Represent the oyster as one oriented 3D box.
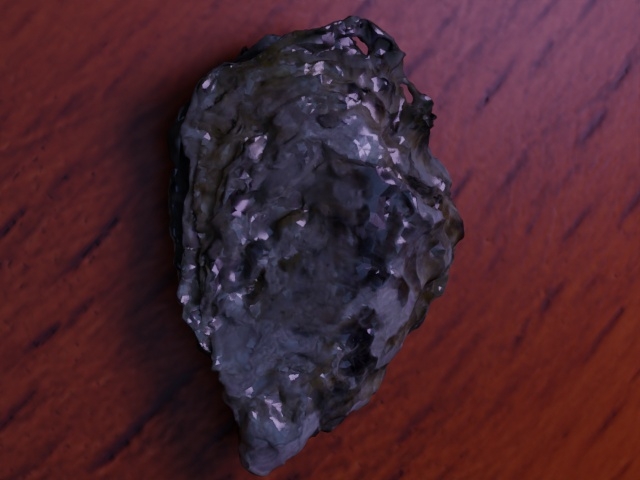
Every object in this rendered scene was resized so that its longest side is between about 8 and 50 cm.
[{"bbox_3d":[0.000,0.000,1.199,0.198,0.112,0.268,-18,102,-11],"label":"oyster"}]
